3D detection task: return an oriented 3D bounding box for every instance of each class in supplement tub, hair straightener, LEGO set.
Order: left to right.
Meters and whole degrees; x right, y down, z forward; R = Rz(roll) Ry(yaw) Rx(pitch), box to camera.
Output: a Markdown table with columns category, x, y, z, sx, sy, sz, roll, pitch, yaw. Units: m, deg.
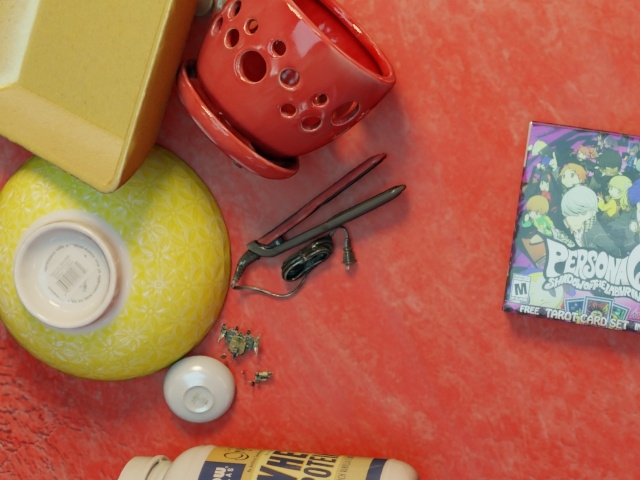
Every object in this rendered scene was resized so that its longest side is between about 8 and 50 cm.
| category | x | y | z | sx | sy | sz | roll | pitch | yaw |
| --- | --- | --- | --- | --- | --- | --- | --- | --- | --- |
| LEGO set | -0.087 | 0.125 | 1.650 | 0.054 | 0.023 | 0.083 | -12 | 108 | 14 |
| supplement tub | -0.057 | 0.340 | 1.562 | 0.316 | 0.228 | 0.228 | 3 | 98 | 10 |
| hair straightener | 0.000 | 0.000 | 1.600 | 0.230 | 0.047 | 0.089 | -34 | 90 | 13 |

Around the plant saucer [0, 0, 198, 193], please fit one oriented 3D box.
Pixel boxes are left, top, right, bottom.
| category | x | y | z | sx | sy | sz | roll | pitch | yaw |
| --- | --- | --- | --- | --- | --- | --- | --- | --- | --- |
| plant saucer | -0.241 | -0.250 | 1.540 | 0.333 | 0.081 | 0.332 | 28 | 104 | 41 |

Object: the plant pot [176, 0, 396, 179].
| category | x | y | z | sx | sy | sz | roll | pitch | yaw |
| --- | --- | --- | --- | --- | --- | --- | --- | --- | --- |
| plant pot | -0.046 | -0.174 | 1.516 | 0.174 | 0.191 | 0.191 | -43 | 88 | 16 |

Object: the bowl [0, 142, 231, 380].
| category | x | y | z | sx | sy | sz | roll | pitch | yaw |
| --- | --- | --- | --- | --- | --- | --- | --- | --- | --- |
| bowl | -0.257 | 0.028 | 1.598 | 0.290 | 0.156 | 0.289 | 1 | 98 | 11 |

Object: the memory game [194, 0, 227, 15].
| category | x | y | z | sx | sy | sz | roll | pitch | yaw |
| --- | --- | --- | --- | --- | --- | --- | --- | --- | --- |
| memory game | -0.105 | -0.334 | 1.597 | 0.186 | 0.012 | 0.186 | 1 | 98 | 11 |

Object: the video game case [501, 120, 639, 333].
| category | x | y | z | sx | sy | sz | roll | pitch | yaw |
| --- | --- | --- | --- | --- | --- | --- | --- | --- | --- |
| video game case | 0.322 | -0.009 | 1.541 | 0.232 | 0.042 | 0.210 | 9 | 97 | 10 |

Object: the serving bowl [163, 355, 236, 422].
| category | x | y | z | sx | sy | sz | roll | pitch | yaw |
| --- | --- | --- | --- | --- | --- | --- | --- | --- | --- |
| serving bowl | -0.138 | 0.174 | 1.646 | 0.083 | 0.027 | 0.083 | -1 | 113 | -2 |
